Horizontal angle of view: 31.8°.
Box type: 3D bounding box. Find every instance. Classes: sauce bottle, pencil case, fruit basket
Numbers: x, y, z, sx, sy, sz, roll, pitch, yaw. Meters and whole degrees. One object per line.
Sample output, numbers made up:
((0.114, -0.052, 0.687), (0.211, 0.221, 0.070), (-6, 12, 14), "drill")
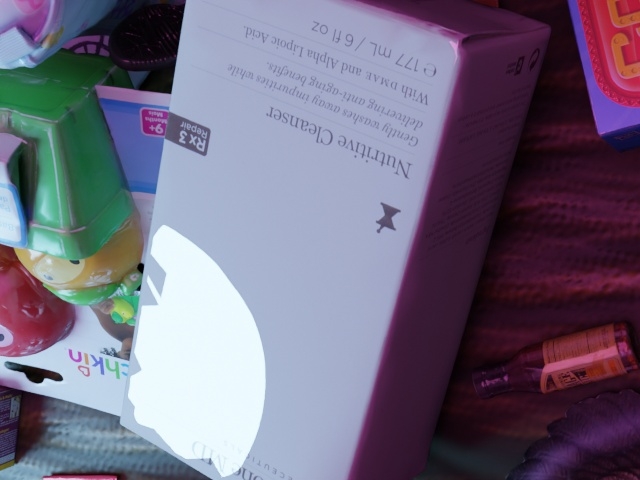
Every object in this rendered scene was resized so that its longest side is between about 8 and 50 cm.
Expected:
((0.182, 0.097, 0.870), (0.128, 0.042, 0.042), (-19, 86, 24), "sauce bottle")
((-0.197, -0.200, 0.839), (0.114, 0.273, 0.124), (-7, 103, 12), "pencil case")
((-0.261, 0.010, 0.946), (0.327, 0.165, 0.353), (14, 122, 14), "fruit basket")

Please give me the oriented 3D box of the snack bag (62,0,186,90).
((-0.314, -0.197, 1.005), (0.323, 0.037, 0.342), (36, 105, -6), "snack bag")

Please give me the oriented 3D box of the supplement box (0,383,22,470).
((-0.322, 0.178, 1.074), (0.043, 0.055, 0.083), (11, 97, 22), "supplement box")

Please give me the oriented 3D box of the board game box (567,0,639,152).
((0.309, -0.247, 0.756), (0.302, 0.086, 0.308), (-14, 82, 22), "board game box")

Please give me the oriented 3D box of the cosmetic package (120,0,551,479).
((0.000, 0.000, 0.828), (0.217, 0.156, 0.384), (23, 114, 26), "cosmetic package")

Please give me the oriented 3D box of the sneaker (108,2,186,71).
((-0.092, -0.164, 0.893), (0.170, 0.089, 0.051), (-31, 80, -20), "sneaker")

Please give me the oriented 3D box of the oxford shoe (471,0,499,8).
((0.107, -0.159, 0.871), (0.076, 0.076, 0.212), (-11, 92, 2), "oxford shoe")

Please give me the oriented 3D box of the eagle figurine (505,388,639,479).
((0.266, 0.216, 0.763), (0.225, 0.298, 0.226), (19, 74, -4), "eagle figurine")

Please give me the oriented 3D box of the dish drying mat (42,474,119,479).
((-0.226, 0.238, 1.064), (0.083, 0.008, 0.032), (-5, 92, 22), "dish drying mat")
